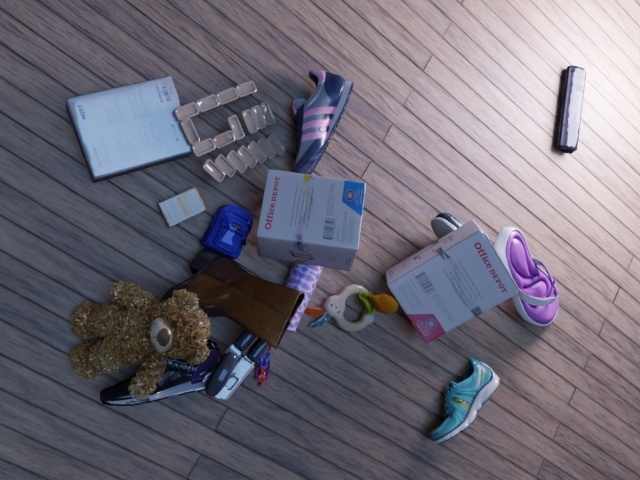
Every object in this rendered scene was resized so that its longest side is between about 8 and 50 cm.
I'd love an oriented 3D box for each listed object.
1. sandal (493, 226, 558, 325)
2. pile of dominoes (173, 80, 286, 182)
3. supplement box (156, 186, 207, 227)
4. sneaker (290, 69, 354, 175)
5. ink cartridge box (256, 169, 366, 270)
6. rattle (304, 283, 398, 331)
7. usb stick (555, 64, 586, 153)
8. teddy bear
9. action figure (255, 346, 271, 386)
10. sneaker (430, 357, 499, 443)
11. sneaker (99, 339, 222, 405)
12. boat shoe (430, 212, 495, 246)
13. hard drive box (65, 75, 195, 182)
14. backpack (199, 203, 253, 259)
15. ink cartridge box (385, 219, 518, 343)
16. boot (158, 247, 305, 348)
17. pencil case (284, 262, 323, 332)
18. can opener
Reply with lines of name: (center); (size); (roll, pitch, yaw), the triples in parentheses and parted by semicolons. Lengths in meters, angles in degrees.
sandal: (0.622, 0.124, 1.699); (0.416, 0.102, 0.170); (44, 66, -35)
pile of dominoes: (-0.214, -0.257, 1.405); (0.251, 0.040, 0.196); (-31, 106, -35)
supplement box: (-0.328, -0.079, 1.389); (0.098, 0.036, 0.062); (-27, 100, -21)
sneaker: (-0.031, -0.287, 1.495); (0.131, 0.112, 0.319); (25, 76, -4)
ink cartridge box: (-0.024, -0.045, 1.394); (0.232, 0.168, 0.172); (9, 70, 0)
rattle: (0.074, 0.187, 1.506); (0.199, 0.142, 0.130); (2, 107, -29)
usb stick: (0.798, -0.417, 1.868); (0.077, 0.045, 0.278); (10, 86, -16)
teddy bear: (-0.400, 0.201, 1.233); (0.113, 0.337, 0.245); (37, 65, -63)
action figure: (-0.143, 0.310, 1.468); (0.038, 0.030, 0.115); (9, 91, -17)
sneaker: (0.392, 0.458, 1.671); (0.110, 0.107, 0.275); (42, 68, 3)
sneaker: (-0.364, 0.297, 1.346); (0.283, 0.107, 0.124); (-6, 83, -30)
boat shoe: (0.432, 0.004, 1.677); (0.302, 0.114, 0.091); (41, 75, -30)
hard drive box: (-0.426, -0.251, 1.321); (0.232, 0.089, 0.181); (-19, 97, -23)
backpack: (-0.213, -0.025, 1.405); (0.097, 0.101, 0.120); (31, 73, -26)
ink cartridge box: (0.346, 0.109, 1.562); (0.282, 0.117, 0.207); (-31, 103, 12)
boot: (-0.211, 0.177, 1.328); (0.280, 0.096, 0.264); (25, 59, 17)
pencil case: (-0.066, 0.129, 1.475); (0.088, 0.086, 0.206); (20, 77, 13)
can opener: (-0.157, 0.243, 1.343); (0.076, 0.095, 0.283); (42, 75, -6)
